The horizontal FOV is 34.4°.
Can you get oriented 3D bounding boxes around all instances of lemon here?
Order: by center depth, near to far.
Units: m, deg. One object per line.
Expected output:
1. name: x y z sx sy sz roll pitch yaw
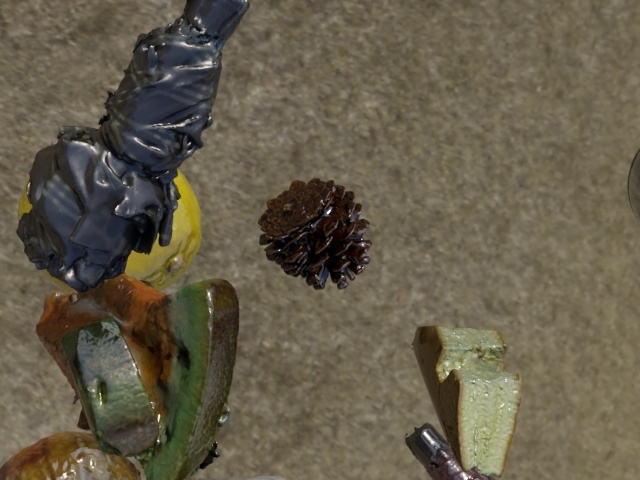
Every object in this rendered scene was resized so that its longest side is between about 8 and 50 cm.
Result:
1. lemon: -0.393 -0.040 1.947 0.348 0.348 0.348 -24 126 -39

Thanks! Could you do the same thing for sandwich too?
1. sandwich: -0.246 0.131 1.242 0.162 0.301 0.250 12 97 -52
2. sandwich: 0.178 0.165 1.251 0.090 0.244 0.088 10 126 -18

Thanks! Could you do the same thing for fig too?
1. fig: -0.467 0.547 1.918 0.286 0.368 0.286 -7 124 -11

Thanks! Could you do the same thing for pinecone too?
1. pinecone: 0.003 -0.002 1.539 0.163 0.163 0.165 -52 125 -16

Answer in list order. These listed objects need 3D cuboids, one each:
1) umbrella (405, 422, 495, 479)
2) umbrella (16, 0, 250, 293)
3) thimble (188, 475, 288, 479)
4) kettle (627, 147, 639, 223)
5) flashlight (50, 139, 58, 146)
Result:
1. umbrella: 0.250 0.421 1.615 0.094 0.326 0.090 -45 163 7
2. umbrella: -0.186 -0.111 1.014 0.336 0.154 0.128 -67 170 14
3. thimble: -0.109 0.371 1.115 0.245 0.157 0.217 -51 121 -47
4. kettle: 0.535 -0.042 1.456 0.271 0.207 0.250 -33 132 -70
5. flashlight: -0.403 -0.126 1.720 0.052 0.110 0.031 -52 178 -44
